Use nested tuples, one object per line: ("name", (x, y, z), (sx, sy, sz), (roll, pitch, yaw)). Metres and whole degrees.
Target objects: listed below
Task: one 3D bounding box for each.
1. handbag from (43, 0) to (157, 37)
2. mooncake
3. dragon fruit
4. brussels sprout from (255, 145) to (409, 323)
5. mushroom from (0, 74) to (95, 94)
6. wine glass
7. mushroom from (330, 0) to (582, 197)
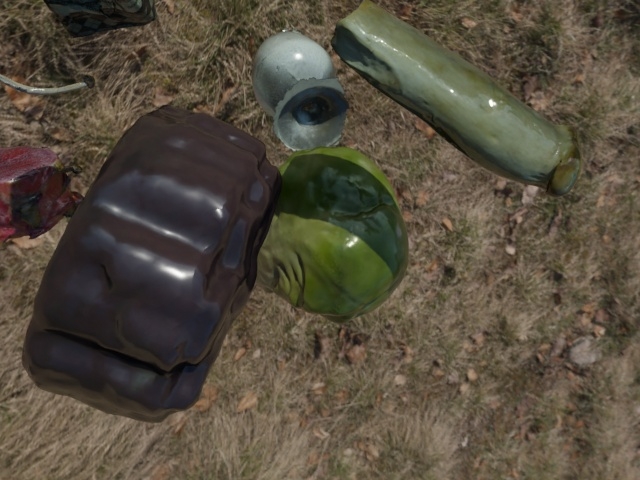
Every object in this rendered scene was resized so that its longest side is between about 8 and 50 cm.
("handbag", (-0.687, -0.722, 1.429), (0.316, 0.416, 0.180), (-7, 90, 6))
("mooncake", (-0.184, 0.025, 0.645), (0.212, 0.350, 0.381), (21, 74, -3))
("dragon fruit", (-0.595, -0.088, 1.036), (0.282, 0.211, 0.147), (2, 123, 5))
("brussels sprout", (0.012, 0.005, 0.878), (0.273, 0.242, 0.317), (40, 120, 5))
("mushroom", (-0.826, -0.460, 1.527), (0.306, 0.043, 0.068), (-6, 113, -23))
("wine glass", (-0.059, -0.398, 1.350), (0.237, 0.323, 0.238), (-14, 138, -13))
("mushroom", (0.154, -0.152, 0.576), (0.312, 0.100, 0.081), (32, 128, -3))
